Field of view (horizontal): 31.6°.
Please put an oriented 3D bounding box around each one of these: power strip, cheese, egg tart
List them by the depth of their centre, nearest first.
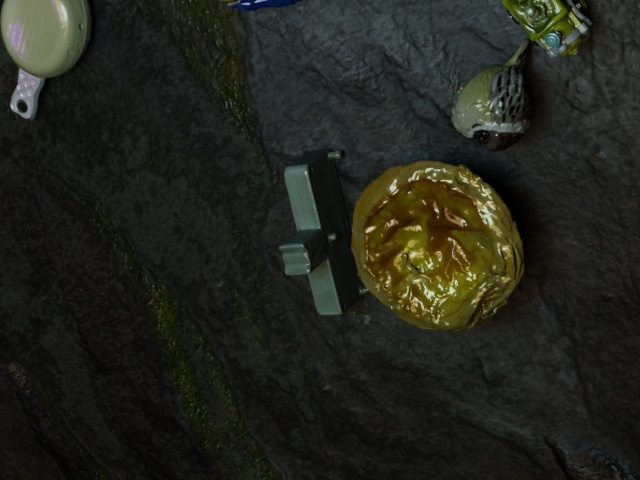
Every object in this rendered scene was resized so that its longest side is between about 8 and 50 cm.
[{"bbox_3d":[0.155,0.004,1.459,0.241,0.106,0.241,10,114,24],"label":"egg tart"},{"bbox_3d":[0.000,0.000,1.505,0.061,0.145,0.216,-6,109,28],"label":"power strip"},{"bbox_3d":[-0.404,-0.274,1.627,0.137,0.064,0.227,32,119,14],"label":"cheese"}]

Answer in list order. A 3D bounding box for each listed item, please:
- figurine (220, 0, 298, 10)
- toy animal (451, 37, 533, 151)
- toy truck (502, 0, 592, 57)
[{"bbox_3d":[-0.069,-0.366,1.404,0.262,0.164,0.121,2,68,29],"label":"figurine"},{"bbox_3d":[0.225,-0.170,1.367,0.137,0.098,0.098,-43,89,10],"label":"toy animal"},{"bbox_3d":[0.263,-0.260,1.315,0.111,0.077,0.076,49,122,-1],"label":"toy truck"}]
